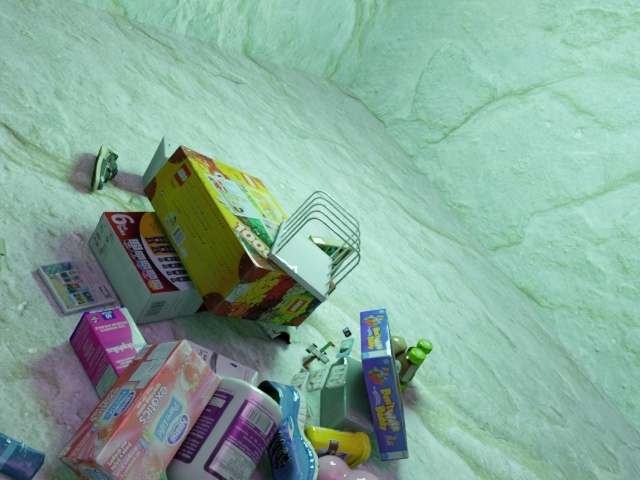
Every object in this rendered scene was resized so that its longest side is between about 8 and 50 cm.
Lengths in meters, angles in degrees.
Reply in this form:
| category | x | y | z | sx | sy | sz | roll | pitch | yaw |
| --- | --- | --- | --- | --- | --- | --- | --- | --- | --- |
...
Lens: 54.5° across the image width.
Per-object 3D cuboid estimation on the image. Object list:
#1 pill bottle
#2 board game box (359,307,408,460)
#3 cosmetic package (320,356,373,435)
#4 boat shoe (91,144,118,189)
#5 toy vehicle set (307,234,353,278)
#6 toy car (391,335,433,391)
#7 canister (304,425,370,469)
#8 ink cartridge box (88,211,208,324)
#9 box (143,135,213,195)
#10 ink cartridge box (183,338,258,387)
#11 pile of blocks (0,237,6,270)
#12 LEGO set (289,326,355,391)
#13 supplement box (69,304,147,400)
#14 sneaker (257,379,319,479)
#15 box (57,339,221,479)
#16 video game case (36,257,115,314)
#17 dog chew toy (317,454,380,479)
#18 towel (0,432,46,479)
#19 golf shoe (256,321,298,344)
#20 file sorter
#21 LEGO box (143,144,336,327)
| category | x | y | z | sx | sy | sz | roll | pitch | yaw |
| --- | --- | --- | --- | --- | --- | --- | --- | --- | --- |
| pill bottle | -0.220 | 0.460 | 1.322 | 0.169 | 0.169 | 0.301 | 35 | 59 | -3 |
| board game box | 0.177 | 0.399 | 1.732 | 0.078 | 0.346 | 0.233 | -9 | 25 | 7 |
| cosmetic package | 0.071 | 0.454 | 1.753 | 0.107 | 0.127 | 0.237 | 30 | 32 | -15 |
| boat shoe | -0.683 | -0.231 | 1.983 | 0.074 | 0.080 | 0.223 | 16 | 31 | -23 |
| toy vehicle set | -0.028 | 0.097 | 2.009 | 0.166 | 0.266 | 0.035 | 9 | 40 | -38 |
| toy car | 0.243 | 0.367 | 2.037 | 0.188 | 0.155 | 0.149 | 34 | 28 | 16 |
| canister | 0.023 | 0.532 | 1.591 | 0.170 | 0.126 | 0.073 | 18 | 43 | -27 |
| ink cartridge box | -0.453 | 0.065 | 1.756 | 0.272 | 0.130 | 0.309 | -4 | 49 | -50 |
| box | -0.475 | -0.225 | 2.084 | 0.181 | 0.181 | 0.119 | 16 | 36 | -31 |
| ink cartridge box | -0.280 | 0.365 | 1.549 | 0.220 | 0.092 | 0.160 | 28 | 31 | -15 |
| pile of blocks | -0.906 | -0.042 | 1.495 | 0.362 | 0.149 | 0.112 | 47 | -13 | 0 |
| LEGO set | 0.021 | 0.355 | 1.801 | 0.060 | 0.183 | 0.244 | 59 | 31 | -24 |
| supplement box | -0.478 | 0.274 | 1.456 | 0.111 | 0.114 | 0.220 | -7 | 53 | -51 |
| sneaker | -0.105 | 0.477 | 1.487 | 0.147 | 0.130 | 0.329 | 36 | 22 | -35 |
| box | -0.363 | 0.364 | 1.283 | 0.142 | 0.154 | 0.299 | 54 | 43 | -23 |
| video game case | -0.632 | 0.116 | 1.612 | 0.157 | 0.019 | 0.143 | 50 | 33 | 20 |
| dog chew toy | 0.093 | 0.638 | 1.458 | 0.332 | 0.206 | 0.207 | 38 | 29 | 18 |
| towel | -0.602 | 0.420 | 1.207 | 0.120 | 0.029 | 0.067 | 32 | 31 | -8 |
| golf shoe | -0.148 | 0.253 | 1.872 | 0.176 | 0.069 | 0.086 | 26 | 38 | -16 |
| file sorter | 0.000 | 0.000 | 1.718 | 0.193 | 0.173 | 0.277 | 41 | 17 | -11 |
| LEGO box | -0.238 | -0.005 | 1.820 | 0.373 | 0.193 | 0.500 | 19 | 29 | -54 |
